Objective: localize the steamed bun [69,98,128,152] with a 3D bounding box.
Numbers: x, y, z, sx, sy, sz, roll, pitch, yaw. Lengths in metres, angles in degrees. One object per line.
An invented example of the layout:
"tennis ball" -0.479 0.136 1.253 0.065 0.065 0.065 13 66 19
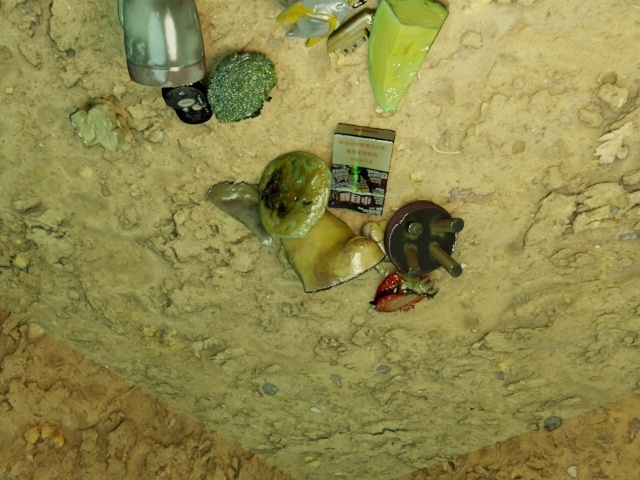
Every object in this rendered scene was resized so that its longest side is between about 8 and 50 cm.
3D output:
"steamed bun" -0.769 -0.406 2.011 0.177 0.106 0.192 -14 117 30

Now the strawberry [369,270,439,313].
"strawberry" 0.300 0.197 2.237 0.233 0.138 0.306 3 159 -24

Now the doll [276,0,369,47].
"doll" 0.030 -0.652 1.588 0.316 0.145 0.103 -29 85 27

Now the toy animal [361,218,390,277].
"toy animal" 0.228 0.026 2.123 0.168 0.121 0.233 23 144 16

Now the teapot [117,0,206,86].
"teapot" -0.491 -0.651 1.669 0.315 0.233 0.312 27 131 29

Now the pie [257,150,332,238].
"pie" -0.105 -0.161 1.961 0.323 0.323 0.070 -18 166 27

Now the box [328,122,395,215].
"box" 0.136 -0.238 1.931 0.198 0.084 0.310 9 132 6

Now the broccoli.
"broccoli" -0.249 -0.472 1.767 0.198 0.176 0.226 34 142 8

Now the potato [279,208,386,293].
"potato" 0.000 0.000 2.015 0.296 0.290 0.397 61 155 -9

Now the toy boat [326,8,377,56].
"toy boat" 0.101 -0.599 1.641 0.200 0.057 0.077 -27 124 31

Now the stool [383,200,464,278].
"stool" 0.368 0.008 1.952 0.272 0.178 0.272 -3 105 -11

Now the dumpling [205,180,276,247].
"dumpling" -0.262 -0.125 2.127 0.332 0.086 0.166 39 89 10

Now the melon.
"melon" 0.223 -0.528 1.622 0.196 0.124 0.323 6 143 -11

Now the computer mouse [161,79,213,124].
"computer mouse" -0.430 -0.471 1.845 0.137 0.096 0.233 -5 159 2
